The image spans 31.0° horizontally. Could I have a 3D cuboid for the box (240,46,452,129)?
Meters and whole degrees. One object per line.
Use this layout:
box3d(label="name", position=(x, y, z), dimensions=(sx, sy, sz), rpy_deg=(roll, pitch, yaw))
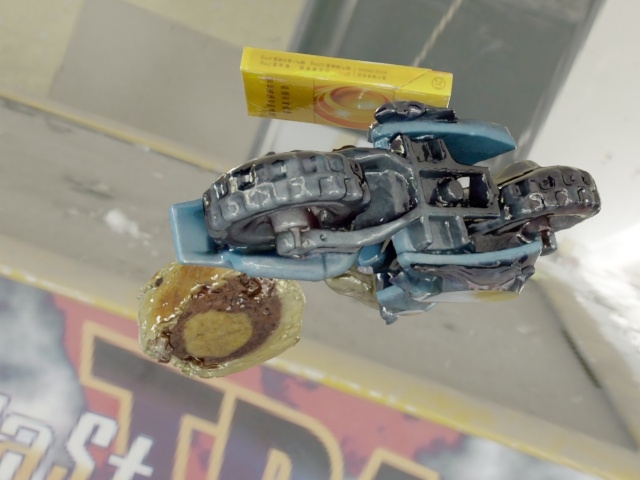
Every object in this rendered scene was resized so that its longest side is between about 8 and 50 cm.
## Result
box3d(label="box", position=(0.033, -0.193, 1.523), dimensions=(0.269, 0.043, 0.152), rpy_deg=(7, -16, 1))

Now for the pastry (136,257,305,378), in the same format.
box3d(label="pastry", position=(-0.158, 0.094, 1.815), dimensions=(0.237, 0.256, 0.170), rpy_deg=(40, 19, -52))

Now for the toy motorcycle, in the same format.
box3d(label="toy motorcycle", position=(0.054, -0.008, 1.003), dimensions=(0.416, 0.172, 0.232), rpy_deg=(-2, -16, -41))

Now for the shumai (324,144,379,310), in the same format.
box3d(label="shumai", position=(0.000, 0.000, 1.376), dimensions=(0.184, 0.185, 0.218), rpy_deg=(60, 11, -66))
